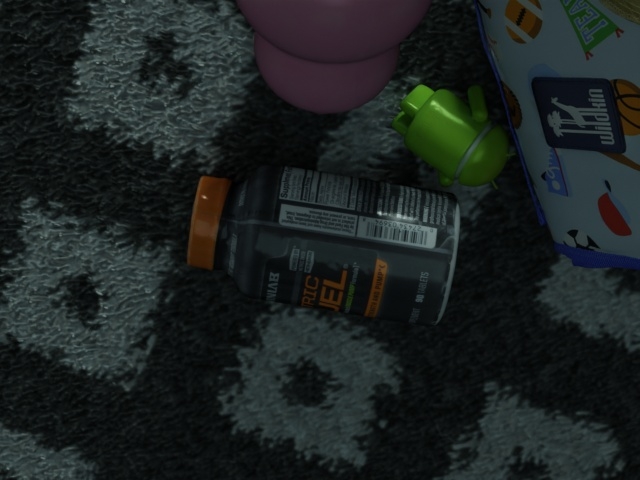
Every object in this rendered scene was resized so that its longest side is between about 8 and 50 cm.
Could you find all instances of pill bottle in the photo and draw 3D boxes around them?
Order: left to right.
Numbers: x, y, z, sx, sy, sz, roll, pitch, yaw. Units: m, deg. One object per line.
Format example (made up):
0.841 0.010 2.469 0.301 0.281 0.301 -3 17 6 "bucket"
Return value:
0.000 0.000 1.298 0.245 0.130 0.130 9 113 -1 "pill bottle"

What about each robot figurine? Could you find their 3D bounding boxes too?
0.124 -0.095 1.277 0.115 0.067 0.101 35 134 12 "robot figurine"

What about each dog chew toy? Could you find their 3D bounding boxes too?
0.012 -0.244 1.152 0.206 0.207 0.332 5 135 0 "dog chew toy"

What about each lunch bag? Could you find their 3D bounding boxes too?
0.339 -0.158 1.173 0.385 0.239 0.328 -11 113 23 "lunch bag"

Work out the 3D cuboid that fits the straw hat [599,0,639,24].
0.253 -0.226 1.004 0.144 0.061 0.144 1 122 2 "straw hat"
